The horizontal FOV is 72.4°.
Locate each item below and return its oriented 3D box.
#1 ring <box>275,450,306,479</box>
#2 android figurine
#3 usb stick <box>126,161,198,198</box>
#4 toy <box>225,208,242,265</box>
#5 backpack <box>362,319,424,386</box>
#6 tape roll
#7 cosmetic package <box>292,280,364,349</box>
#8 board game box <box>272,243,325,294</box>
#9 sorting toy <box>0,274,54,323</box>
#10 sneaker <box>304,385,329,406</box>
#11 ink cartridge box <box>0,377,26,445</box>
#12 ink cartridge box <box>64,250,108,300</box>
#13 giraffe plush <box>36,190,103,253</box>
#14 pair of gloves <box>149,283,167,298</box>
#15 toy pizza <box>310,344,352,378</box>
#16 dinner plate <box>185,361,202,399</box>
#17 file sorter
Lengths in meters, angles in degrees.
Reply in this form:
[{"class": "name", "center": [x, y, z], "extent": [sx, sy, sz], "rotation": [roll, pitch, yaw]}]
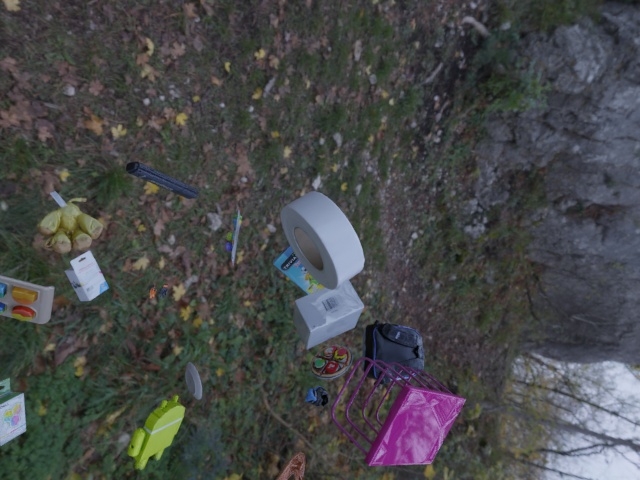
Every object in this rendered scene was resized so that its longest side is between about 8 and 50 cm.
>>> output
[{"class": "ring", "center": [-0.110, 0.734, 1.156], "extent": [0.336, 0.032, 0.336], "rotation": [-52, 152, -44]}, {"class": "android figurine", "center": [-0.603, 0.709, 1.633], "extent": [0.248, 0.056, 0.272], "rotation": [4, 109, -68]}, {"class": "usb stick", "center": [-0.570, -0.216, 1.599], "extent": [0.278, 0.077, 0.045], "rotation": [26, 72, -51]}, {"class": "toy", "center": [-0.418, -0.016, 2.067], "extent": [0.137, 0.056, 0.237], "rotation": [103, -6, -60]}, {"class": "backpack", "center": [0.320, 0.495, 1.937], "extent": [0.213, 0.263, 0.276], "rotation": [162, -66, -70]}, {"class": "tape roll", "center": [0.000, 0.000, 1.282], "extent": [0.100, 0.286, 0.286], "rotation": [-33, 149, -19]}, {"class": "cosmetic package", "center": [0.023, 0.284, 1.676], "extent": [0.224, 0.138, 0.224], "rotation": [-21, 153, -18]}, {"class": "board game box", "center": [-0.028, 0.126, 2.169], "extent": [0.254, 0.336, 0.079], "rotation": [-48, -168, 1]}, {"class": "sorting toy", "center": [-0.888, 0.172, 1.251], "extent": [0.193, 0.208, 0.038], "rotation": [-54, -150, 38]}, {"class": "sneaker", "center": [-0.004, 0.591, 1.634], "extent": [0.067, 0.078, 0.188], "rotation": [-63, 162, -9]}, {"class": "ink cartridge box", "center": [-1.163, 0.630, 1.616], "extent": [0.109, 0.062, 0.209], "rotation": [-23, 113, -78]}, {"class": "ink cartridge box", "center": [-0.959, 0.144, 1.784], "extent": [0.104, 0.062, 0.181], "rotation": [-49, 129, -56]}, {"class": "giraffe plush", "center": [-0.854, -0.035, 1.468], "extent": [0.181, 0.210, 0.170], "rotation": [-18, 165, -41]}, {"class": "pair of gloves", "center": [-0.750, 0.234, 2.023], "extent": [0.083, 0.010, 0.074], "rotation": [0, 119, -36]}, {"class": "toy pizza", "center": [0.046, 0.537, 1.966], "extent": [0.201, 0.201, 0.032], "rotation": [-55, 133, -47]}, {"class": "dinner plate", "center": [-0.470, 0.515, 1.601], "extent": [0.017, 0.141, 0.141], "rotation": [-12, 124, -36]}, {"class": "file sorter", "center": [0.200, 0.441, 1.153], "extent": [0.291, 0.182, 0.202], "rotation": [27, 92, -43]}]
